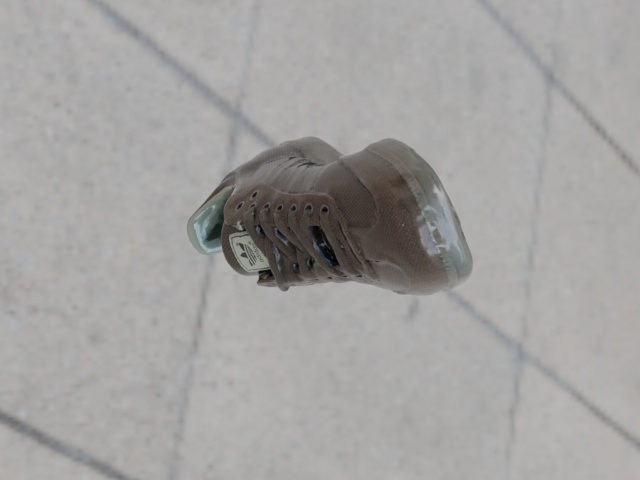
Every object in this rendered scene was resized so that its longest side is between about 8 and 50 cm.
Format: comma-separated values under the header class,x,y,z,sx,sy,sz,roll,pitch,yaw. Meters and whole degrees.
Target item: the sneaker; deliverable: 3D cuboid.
class,x,y,z,sx,sy,sz,roll,pitch,yaw
sneaker,0.000,0.000,0.746,0.071,0.188,0.066,-29,103,-14
